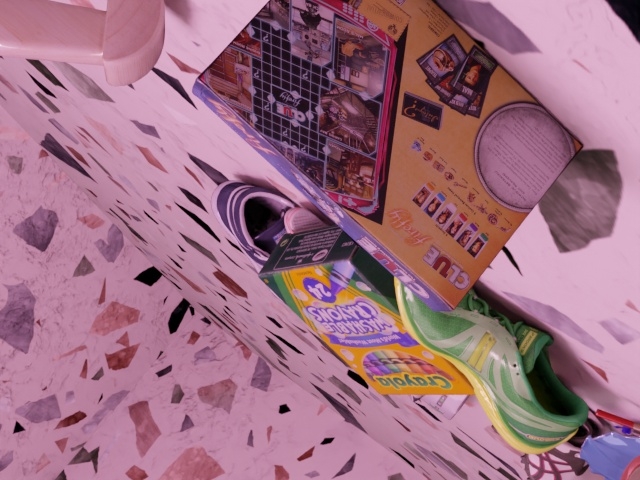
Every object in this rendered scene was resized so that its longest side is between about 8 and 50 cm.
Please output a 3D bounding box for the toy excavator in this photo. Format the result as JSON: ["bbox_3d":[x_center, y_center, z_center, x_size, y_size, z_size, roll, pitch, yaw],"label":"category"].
[{"bbox_3d":[-0.432,-0.327,1.097,0.222,0.432,0.445,133,115,-77],"label":"toy excavator"}]

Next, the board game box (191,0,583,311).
[{"bbox_3d":[0.051,-0.088,0.737,0.243,0.165,0.042,42,167,-8],"label":"board game box"}]

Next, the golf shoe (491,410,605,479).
[{"bbox_3d":[0.324,0.274,1.346,0.120,0.105,0.273,8,148,51],"label":"golf shoe"}]

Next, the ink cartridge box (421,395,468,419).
[{"bbox_3d":[0.168,0.212,1.686,0.181,0.056,0.225,36,168,12],"label":"ink cartridge box"}]

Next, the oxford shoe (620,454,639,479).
[{"bbox_3d":[0.482,0.276,0.923,0.146,0.141,0.397,5,-170,-46],"label":"oxford shoe"}]

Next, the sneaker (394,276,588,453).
[{"bbox_3d":[0.206,0.116,1.192,0.295,0.109,0.123,48,135,-6],"label":"sneaker"}]

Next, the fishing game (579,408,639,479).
[{"bbox_3d":[0.408,0.280,1.229,0.189,0.041,0.264,18,151,28],"label":"fishing game"}]

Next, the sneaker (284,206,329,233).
[{"bbox_3d":[0.000,0.000,1.452,0.134,0.051,0.070,43,174,-20],"label":"sneaker"}]

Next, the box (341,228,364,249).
[{"bbox_3d":[0.059,-0.056,1.020,0.147,0.077,0.180,46,166,-24],"label":"box"}]

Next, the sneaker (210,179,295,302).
[{"bbox_3d":[-0.047,0.023,1.546,0.282,0.099,0.153,47,168,-16],"label":"sneaker"}]

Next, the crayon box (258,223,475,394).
[{"bbox_3d":[0.094,0.113,1.374,0.323,0.083,0.203,45,150,-23],"label":"crayon box"}]

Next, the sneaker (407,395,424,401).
[{"bbox_3d":[0.091,0.139,1.546,0.258,0.091,0.094,47,166,-6],"label":"sneaker"}]
